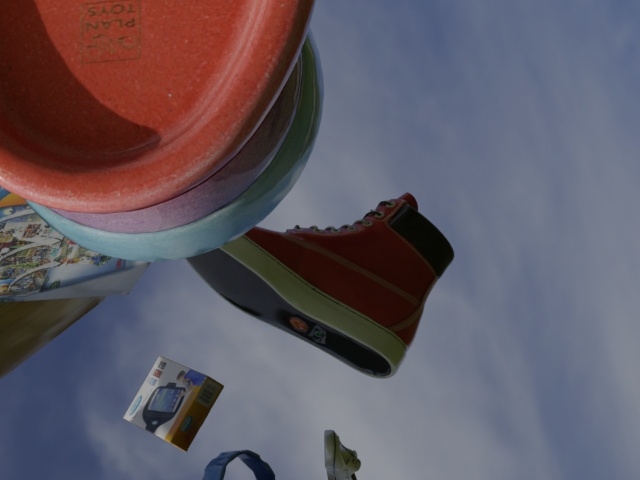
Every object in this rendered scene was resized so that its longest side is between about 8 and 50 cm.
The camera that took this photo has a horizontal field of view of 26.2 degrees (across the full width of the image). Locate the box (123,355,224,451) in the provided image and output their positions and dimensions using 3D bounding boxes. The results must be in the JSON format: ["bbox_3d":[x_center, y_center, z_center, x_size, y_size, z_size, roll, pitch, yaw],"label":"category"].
[{"bbox_3d":[-0.164,0.173,1.491,0.028,0.136,0.081,37,-104,-32],"label":"box"}]

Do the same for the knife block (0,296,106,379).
[{"bbox_3d":[-0.242,0.031,1.235,0.275,0.242,0.088,-100,11,-45],"label":"knife block"}]

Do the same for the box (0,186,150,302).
[{"bbox_3d":[-0.144,-0.034,0.723,0.159,0.233,0.044,-2,-116,-29],"label":"box"}]

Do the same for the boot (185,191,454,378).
[{"bbox_3d":[0.000,0.000,1.312,0.244,0.088,0.176,30,-118,-2],"label":"boot"}]

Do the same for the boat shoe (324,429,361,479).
[{"bbox_3d":[0.022,0.219,1.367,0.100,0.035,0.035,82,-176,-49],"label":"boat shoe"}]

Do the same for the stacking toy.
[{"bbox_3d":[-0.139,-0.129,0.544,0.130,0.309,0.279,55,-139,-76],"label":"stacking toy"}]

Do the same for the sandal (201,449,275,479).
[{"bbox_3d":[-0.030,0.320,1.383,0.126,0.317,0.138,-31,-36,-54],"label":"sandal"}]
